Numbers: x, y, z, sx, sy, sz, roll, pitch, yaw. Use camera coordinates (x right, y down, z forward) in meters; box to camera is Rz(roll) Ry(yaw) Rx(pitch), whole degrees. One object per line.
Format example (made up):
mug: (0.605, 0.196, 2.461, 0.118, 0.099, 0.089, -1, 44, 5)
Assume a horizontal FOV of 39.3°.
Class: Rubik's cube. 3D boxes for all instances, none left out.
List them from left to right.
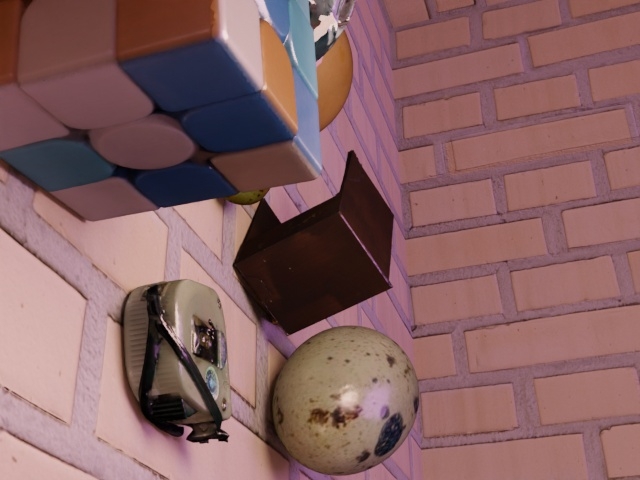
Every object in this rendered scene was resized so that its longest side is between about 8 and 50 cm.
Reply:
Rubik's cube: (-0.213, -0.258, 1.090, 0.346, 0.347, 0.344, 47, 37, -63)

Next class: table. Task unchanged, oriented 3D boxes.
table: (0.000, 0.000, 1.826, 0.196, 0.250, 0.282, 54, 22, -21)

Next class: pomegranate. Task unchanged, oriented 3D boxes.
pomegranate: (-0.146, -0.130, 1.697, 0.130, 0.130, 0.130, -10, 90, -75)

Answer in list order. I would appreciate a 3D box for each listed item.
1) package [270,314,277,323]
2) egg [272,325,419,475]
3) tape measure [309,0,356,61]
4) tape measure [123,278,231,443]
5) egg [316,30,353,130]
package: (-0.080, 0.141, 1.898, 0.131, 0.047, 0.071, 18, 62, -59)
egg: (0.052, 0.321, 1.799, 0.379, 0.287, 0.288, -53, 132, -72)
tape measure: (-0.078, -0.396, 1.390, 0.147, 0.256, 0.275, 147, -58, -67)
tape measure: (-0.199, 0.177, 1.305, 0.207, 0.115, 0.235, 41, 41, -71)
egg: (-0.107, -0.333, 1.623, 0.374, 0.301, 0.301, 35, 44, -42)
